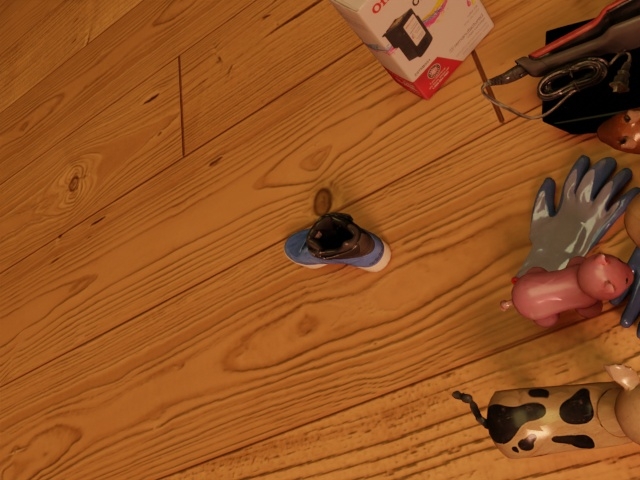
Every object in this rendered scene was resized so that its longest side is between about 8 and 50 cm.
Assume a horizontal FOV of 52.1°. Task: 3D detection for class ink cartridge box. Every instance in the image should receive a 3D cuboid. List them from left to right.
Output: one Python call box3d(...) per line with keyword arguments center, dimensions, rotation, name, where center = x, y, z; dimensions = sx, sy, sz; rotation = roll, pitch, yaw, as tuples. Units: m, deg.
box3d(center=(0.109, -0.272, 0.773), dimensions=(0.127, 0.175, 0.072), rotation=(-48, 47, 7), name="ink cartridge box")

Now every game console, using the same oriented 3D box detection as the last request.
box3d(center=(0.347, -0.277, 0.687), dimensions=(0.213, 0.044, 0.361), rotation=(-6, 63, 35), name="game console")

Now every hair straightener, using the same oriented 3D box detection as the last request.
box3d(center=(0.268, -0.181, 0.637), dimensions=(0.231, 0.047, 0.089), rotation=(-20, 57, 29), name="hair straightener")

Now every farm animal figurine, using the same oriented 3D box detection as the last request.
box3d(center=(0.276, 0.050, 0.449), dimensions=(0.327, 0.172, 0.330), rotation=(25, 97, 34), name="farm animal figurine")

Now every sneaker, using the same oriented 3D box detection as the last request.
box3d(center=(0.000, -0.001, 0.773), dimensions=(0.152, 0.085, 0.058), rotation=(9, 73, 40), name="sneaker")

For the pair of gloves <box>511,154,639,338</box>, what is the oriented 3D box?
box3d(center=(0.280, 0.001, 0.604), dimensions=(0.198, 0.023, 0.159), rotation=(24, 84, 43), name="pair of gloves")
